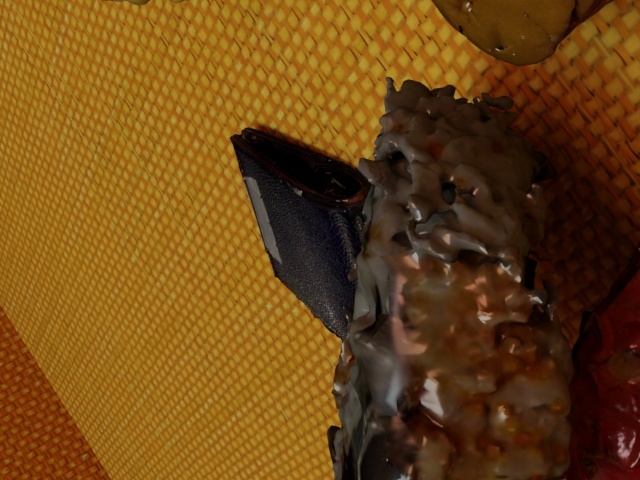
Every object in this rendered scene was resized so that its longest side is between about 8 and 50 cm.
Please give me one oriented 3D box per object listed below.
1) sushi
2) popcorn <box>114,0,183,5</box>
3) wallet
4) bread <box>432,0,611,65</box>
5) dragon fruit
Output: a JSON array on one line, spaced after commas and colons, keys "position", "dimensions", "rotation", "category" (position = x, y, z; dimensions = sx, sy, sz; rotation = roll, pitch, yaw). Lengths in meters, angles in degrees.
[{"position": [0.104, 0.070, 1.118], "dimensions": [0.417, 0.176, 0.417], "rotation": [6, -90, -90], "category": "sushi"}, {"position": [-0.213, -0.387, 1.201], "dimensions": [0.344, 0.354, 0.390], "rotation": [8, 124, 35], "category": "popcorn"}, {"position": [0.000, 0.000, 1.546], "dimensions": [0.262, 0.071, 0.221], "rotation": [31, 147, 49], "category": "wallet"}, {"position": [0.150, -0.249, 0.938], "dimensions": [0.195, 0.142, 0.270], "rotation": [49, 154, 21], "category": "bread"}, {"position": [0.287, 0.132, 1.105], "dimensions": [0.189, 0.163, 0.262], "rotation": [7, 127, 24], "category": "dragon fruit"}]
